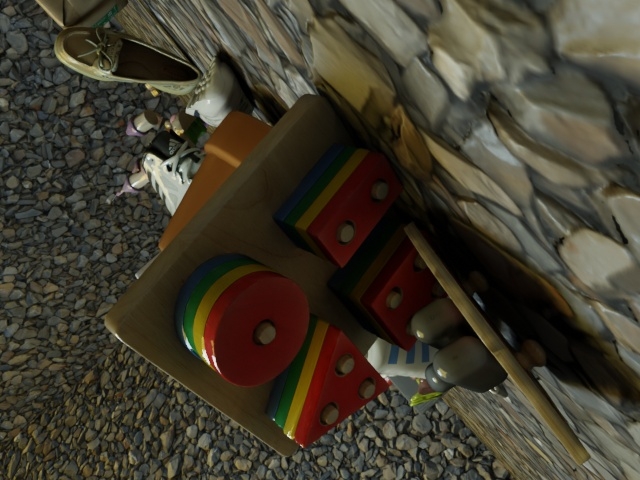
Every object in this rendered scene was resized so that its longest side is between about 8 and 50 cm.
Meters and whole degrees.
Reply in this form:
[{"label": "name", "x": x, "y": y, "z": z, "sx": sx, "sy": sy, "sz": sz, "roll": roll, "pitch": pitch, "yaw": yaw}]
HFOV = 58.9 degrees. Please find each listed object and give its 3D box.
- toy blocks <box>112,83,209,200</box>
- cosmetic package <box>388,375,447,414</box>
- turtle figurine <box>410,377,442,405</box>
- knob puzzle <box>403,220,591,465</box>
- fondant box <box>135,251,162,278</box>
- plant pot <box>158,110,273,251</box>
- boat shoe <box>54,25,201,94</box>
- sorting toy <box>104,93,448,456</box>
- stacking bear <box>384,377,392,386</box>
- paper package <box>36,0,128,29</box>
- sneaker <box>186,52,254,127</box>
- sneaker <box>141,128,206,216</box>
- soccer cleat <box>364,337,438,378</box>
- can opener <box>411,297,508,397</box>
[{"label": "toy blocks", "x": -0.426, "y": -0.251, "z": 1.521, "sx": 0.309, "sy": 0.260, "sz": 0.289, "roll": 51, "pitch": -144, "yaw": -26}, {"label": "cosmetic package", "x": 0.235, "y": 0.334, "z": 1.495, "sx": 0.238, "sy": 0.127, "sz": 0.107, "roll": 49, "pitch": 177, "yaw": -34}, {"label": "turtle figurine", "x": 0.156, "y": 0.180, "z": 1.020, "sx": 0.269, "sy": 0.087, "sz": 0.217, "roll": 103, "pitch": 152, "yaw": -65}, {"label": "knob puzzle", "x": 0.136, "y": 0.059, "z": 0.452, "sx": 0.213, "sy": 0.030, "sz": 0.213, "roll": 50, "pitch": -170, "yaw": -12}, {"label": "fondant box", "x": -0.109, "y": 0.045, "z": 0.981, "sx": 0.238, "sy": 0.330, "sz": 0.096, "roll": 48, "pitch": 176, "yaw": 11}, {"label": "plant pot", "x": -0.083, "y": -0.005, "z": 0.789, "sx": 0.291, "sy": 0.203, "sz": 0.291, "roll": 40, "pitch": 172, "yaw": 7}, {"label": "boat shoe", "x": -0.385, "y": -0.371, "z": 1.153, "sx": 0.285, "sy": 0.105, "sz": 0.089, "roll": 6, "pitch": -176, "yaw": -24}, {"label": "sorting toy", "x": -0.001, "y": 0.055, "z": 0.508, "sx": 0.089, "sy": 0.255, "sz": 0.257, "roll": 23, "pitch": 158, "yaw": 45}, {"label": "stacking bear", "x": 0.150, "y": 0.266, "z": 1.672, "sx": 0.164, "sy": 0.175, "sz": 0.289, "roll": 49, "pitch": -175, "yaw": -29}, {"label": "paper package", "x": -0.575, "y": -0.603, "z": 1.203, "sx": 0.309, "sy": 0.168, "sz": 0.325, "roll": 51, "pitch": 175, "yaw": -21}, {"label": "sneaker", "x": -0.142, "y": -0.209, "z": 0.849, "sx": 0.094, "sy": 0.090, "sz": 0.235, "roll": 32, "pitch": -178, "yaw": -15}, {"label": "sneaker", "x": -0.259, "y": -0.133, "z": 1.220, "sx": 0.257, "sy": 0.169, "sz": 0.447, "roll": 48, "pitch": 149, "yaw": -16}, {"label": "soccer cleat", "x": 0.100, "y": 0.134, "z": 0.769, "sx": 0.331, "sy": 0.143, "sz": 0.116, "roll": 45, "pitch": 180, "yaw": -41}, {"label": "can opener", "x": 0.142, "y": 0.126, "z": 0.568, "sx": 0.074, "sy": 0.093, "sz": 0.280, "roll": 60, "pitch": -172, "yaw": 27}]
